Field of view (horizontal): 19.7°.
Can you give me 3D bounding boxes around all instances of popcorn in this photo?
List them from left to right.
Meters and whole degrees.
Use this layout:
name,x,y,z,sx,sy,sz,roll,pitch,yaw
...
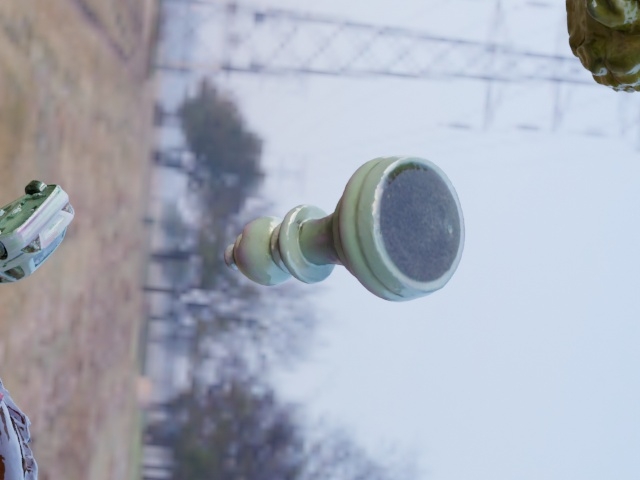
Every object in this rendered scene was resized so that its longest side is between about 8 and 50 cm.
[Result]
name,x,y,z,sx,sy,sz,roll,pitch,yaw
popcorn,0.313,-0.232,1.717,0.218,0.169,0.189,5,-57,46

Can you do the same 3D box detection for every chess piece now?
name,x,y,z,sx,sy,sz,roll,pitch,yaw
chess piece,0.000,0.000,1.800,0.271,0.139,0.139,-9,-108,44

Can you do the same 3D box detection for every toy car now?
name,x,y,z,sx,sy,sz,roll,pitch,yaw
toy car,-0.342,0.002,2.004,0.224,0.076,0.090,-20,-154,54

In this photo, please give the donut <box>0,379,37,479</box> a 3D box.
name,x,y,z,sx,sy,sz,roll,pitch,yaw
donut,-0.354,0.141,1.243,0.136,0.345,0.259,103,-9,-64
